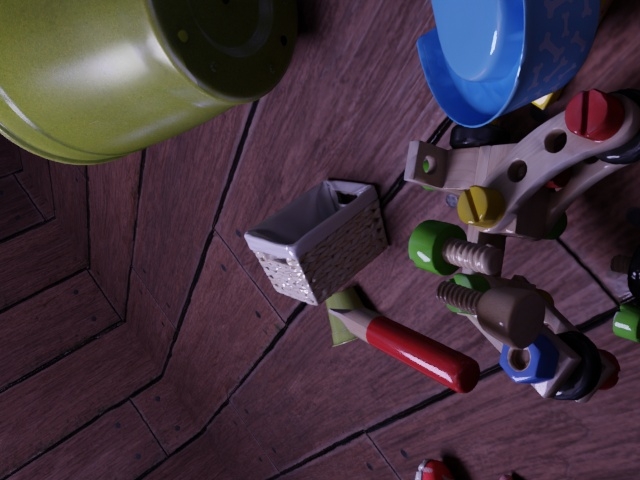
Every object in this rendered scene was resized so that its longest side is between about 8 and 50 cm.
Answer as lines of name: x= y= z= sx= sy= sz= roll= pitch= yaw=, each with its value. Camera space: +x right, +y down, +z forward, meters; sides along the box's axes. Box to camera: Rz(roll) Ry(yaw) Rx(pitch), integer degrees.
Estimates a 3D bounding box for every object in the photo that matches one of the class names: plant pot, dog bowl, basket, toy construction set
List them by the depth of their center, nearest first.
dog bowl: x=0.125 y=-0.240 z=0.442 sx=0.166 sy=0.074 sz=0.297 roll=179 pitch=79 yaw=-78
toy construction set: x=0.138 y=0.003 z=0.516 sx=0.237 sy=0.308 sz=0.258 roll=18 pitch=122 yaw=53
plant pot: x=-0.230 y=-0.287 z=0.761 sx=0.352 sy=0.366 sz=0.367 roll=4 pitch=120 yaw=38
basket: x=0.000 y=0.000 z=0.809 sx=0.113 sy=0.167 sz=0.103 roll=14 pitch=132 yaw=49
plant pot: x=0.044 y=0.120 z=0.939 sx=0.083 sy=0.083 sz=0.079 roll=-33 pitch=76 yaw=58

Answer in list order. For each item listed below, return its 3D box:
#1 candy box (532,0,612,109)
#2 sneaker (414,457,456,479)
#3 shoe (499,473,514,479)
candy box: x=0.194 y=-0.221 z=0.483 sx=0.105 sy=0.027 sz=0.206 roll=41 pitch=144 yaw=22
sneaker: x=0.254 y=0.468 z=0.939 sx=0.118 sy=0.107 sz=0.279 roll=-27 pitch=97 yaw=40
shoe: x=0.293 y=0.428 z=0.861 sx=0.081 sy=0.063 sz=0.178 roll=26 pitch=130 yaw=43
